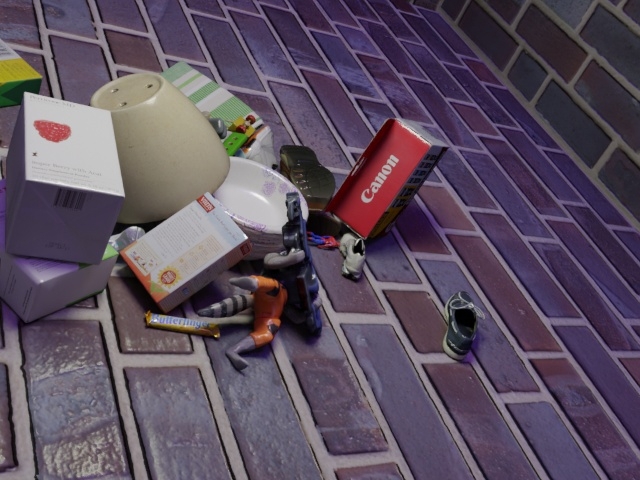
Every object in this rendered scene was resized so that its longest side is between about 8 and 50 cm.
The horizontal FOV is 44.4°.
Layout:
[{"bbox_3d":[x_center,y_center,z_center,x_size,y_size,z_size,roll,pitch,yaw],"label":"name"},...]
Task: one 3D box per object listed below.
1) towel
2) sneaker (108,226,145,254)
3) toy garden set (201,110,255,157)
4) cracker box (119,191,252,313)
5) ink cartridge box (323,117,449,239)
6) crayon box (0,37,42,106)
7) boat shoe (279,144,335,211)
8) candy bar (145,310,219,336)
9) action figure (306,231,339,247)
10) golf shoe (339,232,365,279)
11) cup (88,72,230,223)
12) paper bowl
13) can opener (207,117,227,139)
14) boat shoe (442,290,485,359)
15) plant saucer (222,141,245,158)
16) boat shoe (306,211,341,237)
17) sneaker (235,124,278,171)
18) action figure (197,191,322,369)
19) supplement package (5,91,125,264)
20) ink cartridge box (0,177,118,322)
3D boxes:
[{"bbox_3d":[-0.349,-0.371,2.235,0.325,0.038,0.248,35,50,11],"label":"towel"},{"bbox_3d":[-0.450,0.017,1.679,0.152,0.061,0.053,-19,84,-27],"label":"sneaker"},{"bbox_3d":[-0.305,-0.279,2.095,0.244,0.049,0.203,13,42,19],"label":"toy garden set"},{"bbox_3d":[-0.283,0.024,1.663,0.232,0.067,0.155,-36,63,-12],"label":"cracker box"},{"bbox_3d":[0.178,-0.162,2.092,0.130,0.309,0.272,39,18,15],"label":"ink cartridge box"},{"bbox_3d":[-0.872,-0.402,1.899,0.202,0.081,0.319,41,34,19],"label":"crayon box"},{"bbox_3d":[-0.042,-0.149,2.111,0.123,0.119,0.324,5,27,-15],"label":"boat shoe"},{"bbox_3d":[-0.285,0.173,1.617,0.162,0.018,0.040,13,36,-23],"label":"candy bar"},{"bbox_3d":[0.000,0.000,2.053,0.115,0.030,0.038,12,41,-26],"label":"action figure"},{"bbox_3d":[0.095,0.021,2.043,0.069,0.086,0.176,17,33,-15],"label":"golf shoe"},{"bbox_3d":[-0.393,-0.230,1.751,0.331,0.237,0.331,-9,39,7],"label":"cup"},{"bbox_3d":[-0.183,-0.064,1.894,0.284,0.148,0.284,19,34,-14],"label":"paper bowl"},{"bbox_3d":[-0.378,-0.257,1.995,0.281,0.074,0.093,-10,81,1],"label":"can opener"},{"bbox_3d":[0.365,0.199,2.009,0.095,0.079,0.254,30,33,2],"label":"boat shoe"},{"bbox_3d":[-0.293,-0.198,2.057,0.195,0.037,0.195,0,37,0],"label":"plant saucer"},{"bbox_3d":[-0.038,-0.057,2.075,0.190,0.068,0.072,13,21,-25],"label":"boat shoe"},{"bbox_3d":[-0.166,-0.237,2.213,0.121,0.099,0.262,52,20,-14],"label":"sneaker"},{"bbox_3d":[-0.112,0.072,1.691,0.179,0.341,0.330,0,17,24],"label":"action figure"},{"bbox_3d":[-0.496,-0.122,1.502,0.178,0.175,0.293,9,37,-29],"label":"supplement package"},{"bbox_3d":[-0.570,0.006,1.541,0.273,0.114,0.198,40,34,17],"label":"ink cartridge box"}]
